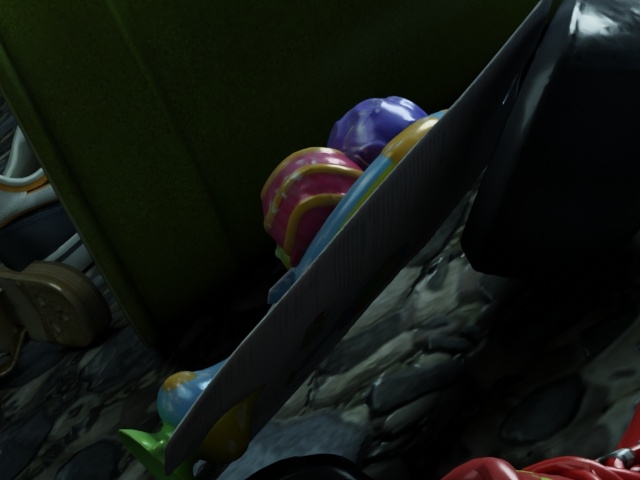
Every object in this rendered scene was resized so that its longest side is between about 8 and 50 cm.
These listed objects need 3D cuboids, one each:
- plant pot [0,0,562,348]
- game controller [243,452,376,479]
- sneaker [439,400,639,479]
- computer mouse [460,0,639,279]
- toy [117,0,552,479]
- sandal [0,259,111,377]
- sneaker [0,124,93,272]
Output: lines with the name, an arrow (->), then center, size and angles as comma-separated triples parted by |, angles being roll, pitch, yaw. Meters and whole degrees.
plant pot -> -0.035, -0.175, 0.969 | 0.353, 0.366, 0.366 | -27, 16, -5
game controller -> -0.091, 0.202, 0.546 | 0.319, 0.067, 0.166 | -39, 31, -1
sneaker -> 0.077, 0.085, 0.376 | 0.107, 0.118, 0.279 | -20, 25, 44
computer mouse -> 0.134, -0.073, 0.700 | 0.272, 0.072, 0.188 | -58, -10, -52
toy -> 0.000, 0.000, 0.639 | 0.237, 0.056, 0.137 | -52, -11, -19
sandal -> -0.249, 0.065, 1.142 | 0.240, 0.088, 0.079 | -7, 29, 51
sneaker -> -0.167, -0.100, 1.343 | 0.321, 0.127, 0.126 | -46, 17, -29
